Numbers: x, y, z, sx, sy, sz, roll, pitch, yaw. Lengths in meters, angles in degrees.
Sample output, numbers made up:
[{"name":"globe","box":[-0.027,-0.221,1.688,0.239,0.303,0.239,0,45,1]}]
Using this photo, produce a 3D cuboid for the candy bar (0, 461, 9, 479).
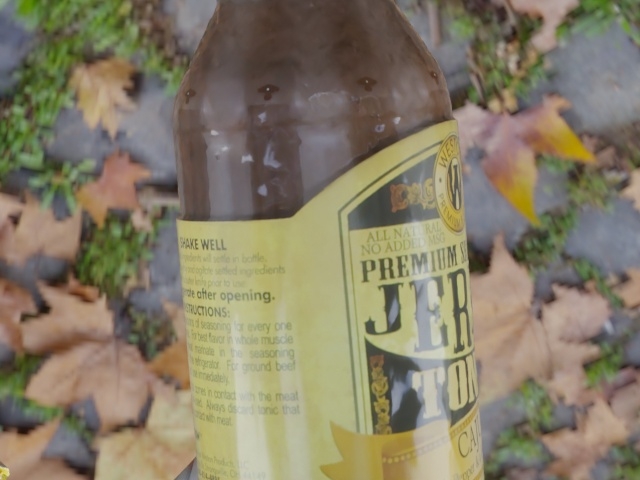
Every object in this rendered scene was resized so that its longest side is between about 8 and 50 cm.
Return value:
[{"name":"candy bar","box":[-0.208,0.170,1.047,0.040,0.018,0.161,38,133,20]}]

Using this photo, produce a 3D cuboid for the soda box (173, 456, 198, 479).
[{"name":"soda box","box":[-0.085,0.187,1.093,0.063,0.183,0.058,39,128,5]}]

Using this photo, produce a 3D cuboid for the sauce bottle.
[{"name":"sauce bottle","box":[0.000,0.000,0.664,0.111,0.111,0.344,-5,97,-2]}]
